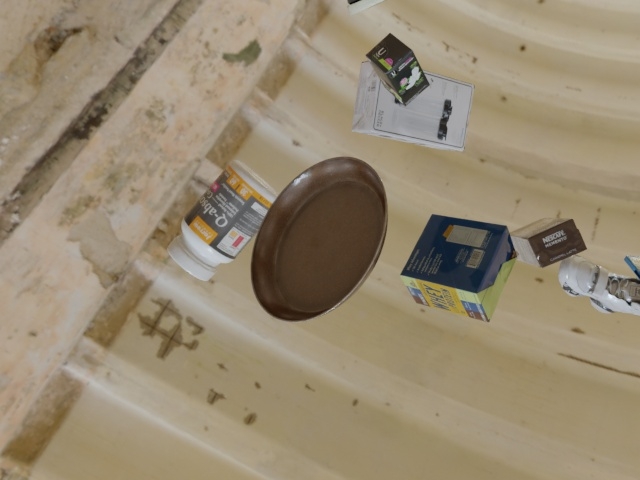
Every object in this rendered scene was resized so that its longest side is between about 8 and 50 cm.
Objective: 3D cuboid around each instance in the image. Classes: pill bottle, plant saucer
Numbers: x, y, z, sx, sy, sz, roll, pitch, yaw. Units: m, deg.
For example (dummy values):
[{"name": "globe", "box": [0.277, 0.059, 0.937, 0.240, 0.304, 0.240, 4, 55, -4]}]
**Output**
[{"name": "pill bottle", "box": [-0.237, -0.046, 1.385, 0.278, 0.162, 0.162, -49, -167, 4]}, {"name": "plant saucer", "box": [0.000, 0.000, 0.987, 0.310, 0.050, 0.311, -22, -127, 34]}]

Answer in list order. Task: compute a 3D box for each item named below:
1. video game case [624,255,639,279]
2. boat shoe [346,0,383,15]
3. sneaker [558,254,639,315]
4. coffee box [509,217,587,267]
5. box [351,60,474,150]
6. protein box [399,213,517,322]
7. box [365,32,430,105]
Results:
[{"name": "video game case", "box": [0.784, 0.097, 1.278, 0.166, 0.119, 0.015, -100, -162, -49]}, {"name": "boat shoe", "box": [0.180, -0.524, 1.005, 0.340, 0.113, 0.127, -12, -157, 38]}, {"name": "sneaker", "box": [0.943, 0.142, 1.821, 0.210, 0.365, 0.138, -2, -115, 55]}, {"name": "coffee box", "box": [0.668, 0.002, 1.687, 0.141, 0.098, 0.246, -25, -178, 4]}, {"name": "box", "box": [0.226, -0.318, 1.353, 0.087, 0.289, 0.169, 17, -78, 59]}, {"name": "protein box", "box": [0.342, 0.063, 1.388, 0.201, 0.136, 0.200, 12, -119, 38]}, {"name": "box", "box": [0.117, -0.258, 0.853, 0.052, 0.083, 0.062, -41, -126, 6]}]
